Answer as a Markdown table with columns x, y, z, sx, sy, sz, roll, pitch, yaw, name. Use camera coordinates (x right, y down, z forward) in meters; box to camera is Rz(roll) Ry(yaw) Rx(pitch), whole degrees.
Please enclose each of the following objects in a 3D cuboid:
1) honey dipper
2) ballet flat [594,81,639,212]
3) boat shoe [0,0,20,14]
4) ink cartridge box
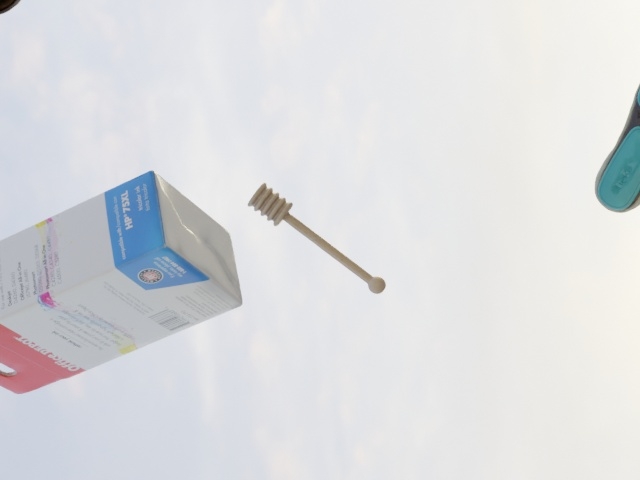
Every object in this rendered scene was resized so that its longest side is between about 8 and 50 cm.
| x | y | z | sx | sy | sz | roll | pitch | yaw | name |
| --- | --- | --- | --- | --- | --- | --- | --- | --- | --- |
| 0.000 | 0.000 | 1.378 | 0.160 | 0.030 | 0.030 | 36 | -139 | 0 | honey dipper |
| 0.402 | -0.142 | 1.628 | 0.086 | 0.086 | 0.248 | -38 | -19 | -57 | ballet flat |
| -0.239 | -0.263 | 1.113 | 0.095 | 0.257 | 0.095 | -9 | -104 | -24 | boat shoe |
| -0.199 | 0.042 | 1.161 | 0.134 | 0.231 | 0.078 | 43 | -151 | -55 | ink cartridge box |
